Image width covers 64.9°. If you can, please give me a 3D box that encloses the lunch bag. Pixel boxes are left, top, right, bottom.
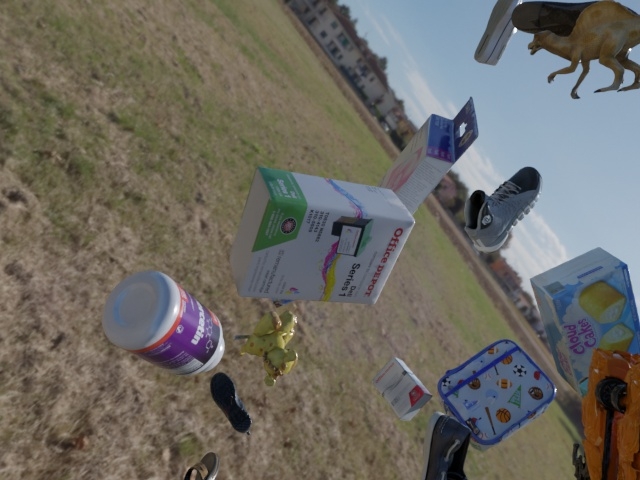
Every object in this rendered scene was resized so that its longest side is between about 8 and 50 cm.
[{"bbox_3d":[0.493,0.439,1.456,0.243,0.303,0.115,55,-12,33],"label":"lunch bag"}]

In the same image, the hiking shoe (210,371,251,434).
[{"bbox_3d":[-0.306,0.556,1.702,0.227,0.086,0.114,55,-22,28],"label":"hiking shoe"}]

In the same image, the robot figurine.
[{"bbox_3d":[0.429,0.304,0.691,0.211,0.085,0.291,81,14,-85],"label":"robot figurine"}]

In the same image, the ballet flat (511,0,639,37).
[{"bbox_3d":[0.513,-0.438,1.017,0.250,0.084,0.058,18,18,25],"label":"ballet flat"}]

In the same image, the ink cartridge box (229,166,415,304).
[{"bbox_3d":[0.000,0.000,0.907,0.278,0.201,0.117,7,32,-26],"label":"ink cartridge box"}]

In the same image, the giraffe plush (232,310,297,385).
[{"bbox_3d":[-0.135,0.334,1.528,0.210,0.181,0.170,-14,45,-37],"label":"giraffe plush"}]

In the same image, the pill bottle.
[{"bbox_3d":[-0.353,0.213,1.204,0.181,0.181,0.323,63,1,33],"label":"pill bottle"}]

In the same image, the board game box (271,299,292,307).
[{"bbox_3d":[-0.089,0.123,1.268,0.020,0.090,0.090,-109,174,-47],"label":"board game box"}]

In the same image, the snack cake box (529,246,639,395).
[{"bbox_3d":[0.534,0.164,1.001,0.264,0.152,0.089,62,3,-24],"label":"snack cake box"}]

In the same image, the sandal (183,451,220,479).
[{"bbox_3d":[-0.303,0.586,1.218,0.060,0.090,0.219,43,16,-7],"label":"sandal"}]

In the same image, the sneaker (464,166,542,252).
[{"bbox_3d":[0.394,-0.092,1.104,0.132,0.229,0.086,38,-8,-35],"label":"sneaker"}]

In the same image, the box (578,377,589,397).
[{"bbox_3d":[0.553,0.329,0.887,0.244,0.100,0.060,59,-5,-18],"label":"box"}]

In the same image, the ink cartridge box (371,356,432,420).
[{"bbox_3d":[0.242,0.443,1.507,0.063,0.109,0.150,30,13,-46],"label":"ink cartridge box"}]

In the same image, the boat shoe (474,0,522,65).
[{"bbox_3d":[0.527,-0.616,1.446,0.075,0.226,0.083,12,36,-20],"label":"boat shoe"}]

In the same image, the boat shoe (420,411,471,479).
[{"bbox_3d":[0.194,0.370,0.771,0.075,0.065,0.206,-7,101,-53],"label":"boat shoe"}]

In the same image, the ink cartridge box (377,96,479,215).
[{"bbox_3d":[0.234,-0.183,1.194,0.071,0.330,0.324,32,31,-5],"label":"ink cartridge box"}]

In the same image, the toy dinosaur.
[{"bbox_3d":[0.299,-0.198,0.511,0.053,0.183,0.093,-17,102,-48],"label":"toy dinosaur"}]
